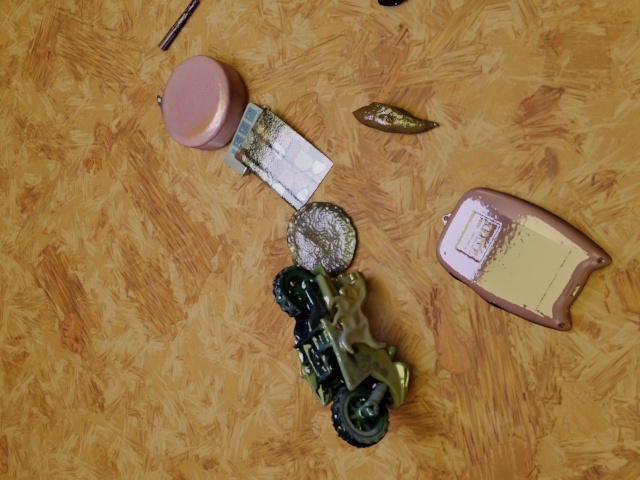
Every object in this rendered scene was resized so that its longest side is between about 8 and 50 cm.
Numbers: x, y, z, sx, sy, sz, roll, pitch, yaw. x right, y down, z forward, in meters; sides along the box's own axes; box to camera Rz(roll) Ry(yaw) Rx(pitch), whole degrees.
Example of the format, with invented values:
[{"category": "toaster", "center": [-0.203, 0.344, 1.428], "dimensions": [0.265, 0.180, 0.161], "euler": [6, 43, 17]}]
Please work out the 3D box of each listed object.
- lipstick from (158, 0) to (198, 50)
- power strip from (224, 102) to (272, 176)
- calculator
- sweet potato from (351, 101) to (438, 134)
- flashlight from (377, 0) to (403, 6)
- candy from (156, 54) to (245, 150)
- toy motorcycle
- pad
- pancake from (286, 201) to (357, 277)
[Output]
[{"category": "lipstick", "center": [-0.396, -0.607, 1.599], "dimensions": [0.176, 0.027, 0.027], "euler": [-45, 70, 22]}, {"category": "power strip", "center": [-0.184, -0.261, 1.477], "dimensions": [0.081, 0.035, 0.192], "euler": [36, 108, 22]}, {"category": "calculator", "center": [0.381, 0.029, 1.145], "dimensions": [0.329, 0.048, 0.220], "euler": [32, 108, 28]}, {"category": "sweet potato", "center": [0.160, -0.269, 1.264], "dimensions": [0.205, 0.060, 0.068], "euler": [17, 138, 19]}, {"category": "flashlight", "center": [0.143, -0.637, 1.250], "dimensions": [0.092, 0.093, 0.232], "euler": [-6, 89, 30]}, {"category": "candy", "center": [-0.318, -0.363, 1.514], "dimensions": [0.255, 0.094, 0.256], "euler": [0, 90, 32]}, {"category": "toy motorcycle", "center": [0.054, 0.226, 1.234], "dimensions": [0.168, 0.236, 0.410], "euler": [-42, 69, 39]}, {"category": "pad", "center": [-0.096, -0.200, 1.421], "dimensions": [0.235, 0.003, 0.158], "euler": [41, 110, 13]}, {"category": "pancake", "center": [-0.001, 0.000, 1.382], "dimensions": [0.199, 0.021, 0.200], "euler": [1, 92, 30]}]
